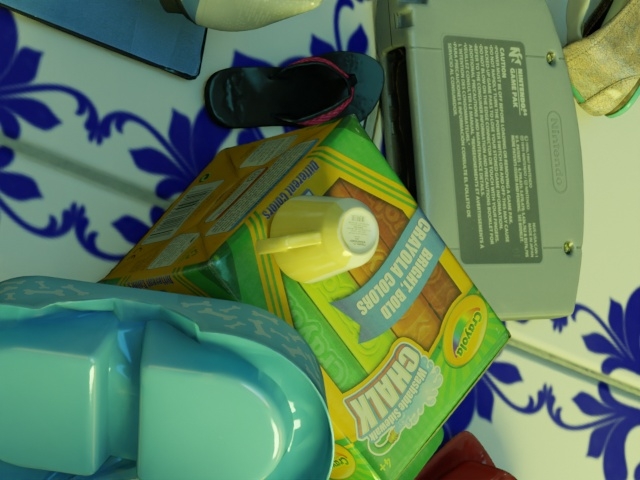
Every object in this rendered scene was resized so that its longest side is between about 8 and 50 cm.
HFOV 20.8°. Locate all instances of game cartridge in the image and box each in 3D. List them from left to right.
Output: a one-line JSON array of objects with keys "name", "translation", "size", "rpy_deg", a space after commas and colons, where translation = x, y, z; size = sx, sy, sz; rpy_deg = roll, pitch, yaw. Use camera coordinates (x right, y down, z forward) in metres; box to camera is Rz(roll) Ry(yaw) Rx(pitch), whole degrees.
[{"name": "game cartridge", "translation": [0.147, -0.075, 1.553], "size": [0.198, 0.062, 0.297], "rpy_deg": [1, 82, -40]}]

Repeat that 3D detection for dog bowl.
[{"name": "dog bowl", "translation": [-0.134, 0.108, 1.206], "size": [0.074, 0.297, 0.166], "rpy_deg": [-75, 171, -62]}]

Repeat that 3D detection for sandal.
[{"name": "sandal", "translation": [-0.012, -0.122, 1.448], "size": [0.179, 0.040, 0.067], "rpy_deg": [-10, 89, -37]}]

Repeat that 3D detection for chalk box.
[{"name": "chalk box", "translation": [0.006, 0.078, 1.346], "size": [0.289, 0.179, 0.180], "rpy_deg": [52, 58, -18]}]

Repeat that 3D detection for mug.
[{"name": "mug", "translation": [0.003, 0.001, 1.205], "size": [0.078, 0.064, 0.062], "rpy_deg": [-46, 111, -29]}]

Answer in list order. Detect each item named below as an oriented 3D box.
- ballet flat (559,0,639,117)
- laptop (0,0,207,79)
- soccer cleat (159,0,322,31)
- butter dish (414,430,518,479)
[{"name": "ballet flat", "translation": [0.308, -0.262, 1.672], "size": [0.106, 0.107, 0.316], "rpy_deg": [36, 62, -12]}, {"name": "laptop", "translation": [-0.174, -0.376, 1.256], "size": [0.236, 0.408, 0.382], "rpy_deg": [8, 75, -1]}, {"name": "soccer cleat", "translation": [-0.076, -0.307, 1.275], "size": [0.116, 0.143, 0.331], "rpy_deg": [-61, 143, -47]}, {"name": "butter dish", "translation": [0.141, 0.261, 1.455], "size": [0.160, 0.118, 0.160], "rpy_deg": [-39, 107, -34]}]
